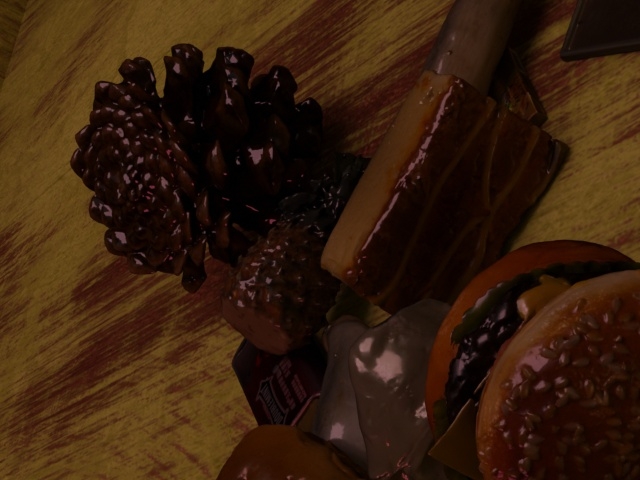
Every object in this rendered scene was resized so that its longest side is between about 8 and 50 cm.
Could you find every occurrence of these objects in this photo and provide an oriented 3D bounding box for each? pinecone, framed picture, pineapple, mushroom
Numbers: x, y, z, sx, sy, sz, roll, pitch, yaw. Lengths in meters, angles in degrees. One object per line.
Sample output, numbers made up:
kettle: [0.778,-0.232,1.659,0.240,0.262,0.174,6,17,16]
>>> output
pinecone: [-0.149,-0.126,2.161,0.384,0.384,0.384,-40,36,37]
framed picture: [0.396,-0.351,1.730,0.213,0.016,0.289,0,67,60]
pineapple: [0.000,0.000,1.936,0.310,0.141,0.170,-55,19,-24]
mushroom: [0.178,-0.218,1.862,0.351,0.095,0.123,-64,8,-6]
mushroom: [0.047,0.179,1.785,0.118,0.103,0.270,-54,21,36]

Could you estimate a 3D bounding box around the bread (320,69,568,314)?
bread: [0.141,-0.039,1.718,0.275,0.185,0.114,-60,24,4]

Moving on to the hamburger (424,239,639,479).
hamburger: [0.242,0.142,1.298,0.291,0.291,0.225,-60,23,6]

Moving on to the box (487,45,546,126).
box: [0.231,-0.172,1.847,0.089,0.022,0.156,-48,31,28]

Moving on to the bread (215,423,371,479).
bread: [0.020,0.334,1.552,0.344,0.149,0.195,30,100,46]

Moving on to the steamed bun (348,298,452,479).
steamed bun: [0.147,0.168,1.471,0.144,0.211,0.218,11,109,51]

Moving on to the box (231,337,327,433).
box: [-0.043,0.193,1.951,0.120,0.069,0.224,-54,30,15]
